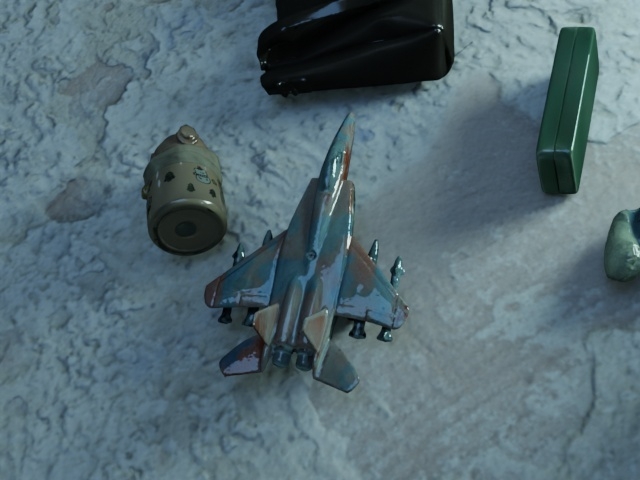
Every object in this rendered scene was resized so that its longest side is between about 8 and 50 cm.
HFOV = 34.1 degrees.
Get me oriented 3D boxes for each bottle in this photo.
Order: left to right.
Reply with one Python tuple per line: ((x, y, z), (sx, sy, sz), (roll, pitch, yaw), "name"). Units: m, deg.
((-0.160, -0.062, 1.217), (0.099, 0.099, 0.152), (-18, 46, 4), "bottle")

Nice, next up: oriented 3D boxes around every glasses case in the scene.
((0.273, -0.144, 1.147), (0.039, 0.078, 0.184), (4, 59, 22), "glasses case")

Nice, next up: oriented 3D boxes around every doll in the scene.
((0.377, -0.022, 1.044), (0.214, 0.071, 0.103), (-28, 33, 7), "doll")

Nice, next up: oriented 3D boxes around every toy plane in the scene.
((0.002, 0.004, 1.118), (0.222, 0.104, 0.326), (5, 55, 18), "toy plane")

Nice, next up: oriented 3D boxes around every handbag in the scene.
((0.040, -0.311, 1.311), (0.257, 0.113, 0.285), (-12, 55, 17), "handbag")
